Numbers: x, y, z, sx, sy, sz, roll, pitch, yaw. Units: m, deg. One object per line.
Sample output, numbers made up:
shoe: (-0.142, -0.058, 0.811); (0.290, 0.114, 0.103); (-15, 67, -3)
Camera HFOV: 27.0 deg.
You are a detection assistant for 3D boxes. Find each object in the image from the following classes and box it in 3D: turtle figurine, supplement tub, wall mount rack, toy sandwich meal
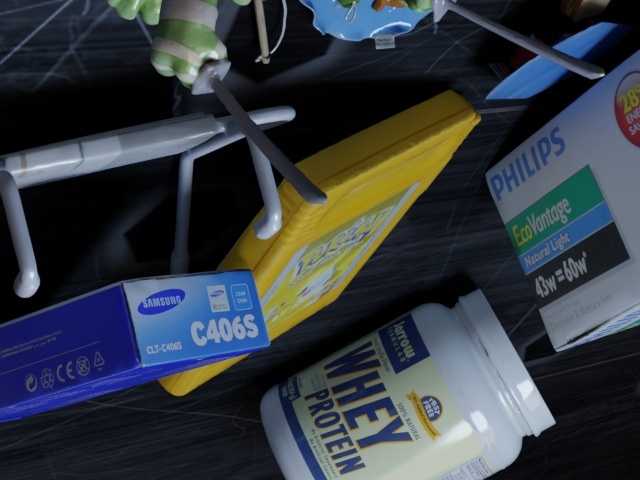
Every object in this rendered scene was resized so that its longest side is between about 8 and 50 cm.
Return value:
turtle figurine: (-0.024, -0.145, 0.852); (0.198, 0.266, 0.274); (-47, 115, -12)
supplement tub: (0.112, 0.225, 1.721); (0.325, 0.235, 0.235); (-30, 154, 5)
wall mount rack: (-0.187, -0.014, 1.134); (0.350, 0.130, 0.304); (-14, 179, -23)
toy sandwich meal: (0.266, -0.235, 1.251); (0.086, 0.029, 0.085); (-22, 154, -11)

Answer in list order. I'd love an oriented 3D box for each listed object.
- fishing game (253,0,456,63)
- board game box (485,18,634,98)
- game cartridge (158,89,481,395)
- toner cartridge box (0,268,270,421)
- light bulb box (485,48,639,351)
fishing game: (0.067, -0.221, 1.082); (0.264, 0.041, 0.189); (-22, 151, -11)
board game box: (0.226, -0.186, 1.295); (0.133, 0.033, 0.169); (-33, 170, 29)
game cartridge: (0.000, 0.000, 1.310); (0.285, 0.052, 0.323); (-30, 165, -47)
toner cartridge box: (-0.231, 0.107, 1.209); (0.348, 0.075, 0.165); (-19, 172, 36)
light bulb box: (0.433, -0.070, 1.407); (0.361, 0.225, 0.358); (-14, 167, -25)
